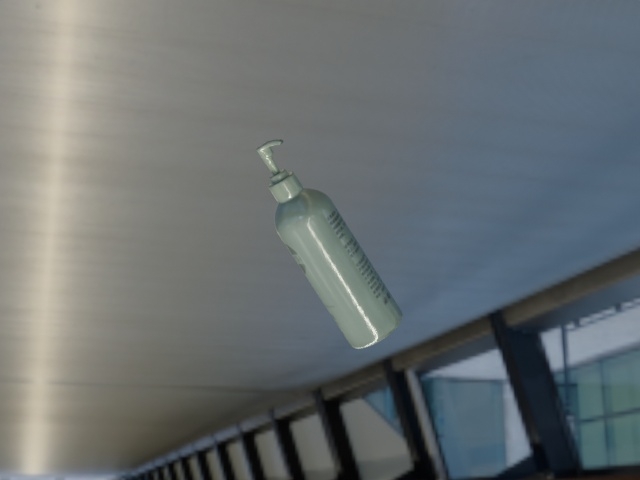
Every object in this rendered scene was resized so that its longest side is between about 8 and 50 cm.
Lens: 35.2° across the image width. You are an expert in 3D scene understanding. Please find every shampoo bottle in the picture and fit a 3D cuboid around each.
[{"bbox_3d":[0.000,0.000,0.860,0.056,0.195,0.056,-30,-166,9],"label":"shampoo bottle"}]
